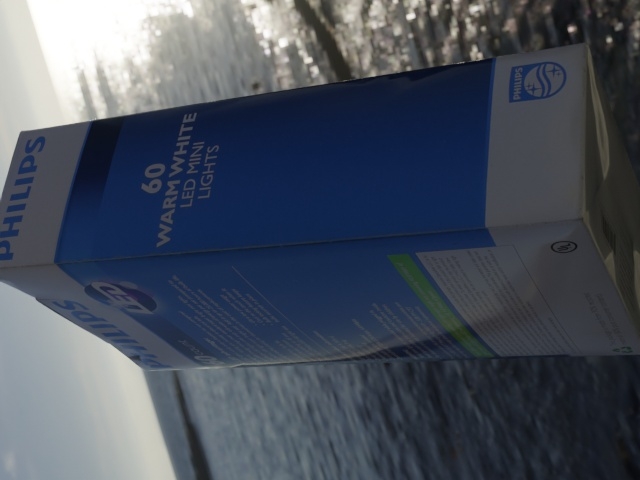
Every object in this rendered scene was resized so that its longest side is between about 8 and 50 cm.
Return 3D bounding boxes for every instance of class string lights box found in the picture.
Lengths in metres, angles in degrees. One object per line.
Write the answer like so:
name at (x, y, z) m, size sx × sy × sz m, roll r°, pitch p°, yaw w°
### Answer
string lights box at (0.000, 0.000, 0.454) m, size 0.133 × 0.259 × 0.077 m, roll 46°, pitch -135°, yaw -54°
